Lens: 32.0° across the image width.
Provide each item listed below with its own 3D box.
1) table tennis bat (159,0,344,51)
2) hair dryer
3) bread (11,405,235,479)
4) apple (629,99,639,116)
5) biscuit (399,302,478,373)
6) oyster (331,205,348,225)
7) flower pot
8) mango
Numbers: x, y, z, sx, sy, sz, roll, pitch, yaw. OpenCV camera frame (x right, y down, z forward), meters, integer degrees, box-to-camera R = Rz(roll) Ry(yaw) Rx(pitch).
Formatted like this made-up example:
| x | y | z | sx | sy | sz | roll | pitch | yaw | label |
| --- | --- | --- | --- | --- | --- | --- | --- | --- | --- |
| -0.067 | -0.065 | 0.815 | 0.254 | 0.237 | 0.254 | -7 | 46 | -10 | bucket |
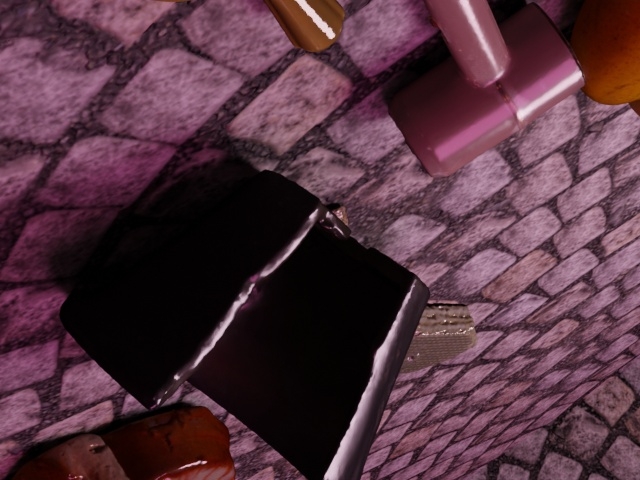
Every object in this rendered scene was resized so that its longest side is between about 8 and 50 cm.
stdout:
| x | y | z | sx | sy | sz | roll | pitch | yaw | label |
| --- | --- | --- | --- | --- | --- | --- | --- | --- | --- |
| -0.060 | -0.229 | 0.827 | 0.198 | 0.050 | 0.321 | -35 | 151 | 9 | table tennis bat |
| 0.121 | -0.201 | 1.055 | 0.189 | 0.107 | 0.344 | -33 | 146 | 7 | hair dryer |
| -0.281 | 0.359 | 1.574 | 0.327 | 0.114 | 0.295 | -15 | 150 | -33 | bread |
| 0.442 | -0.198 | 1.353 | 0.146 | 0.146 | 0.146 | -25 | 154 | -13 | apple |
| 0.071 | 0.139 | 1.376 | 0.252 | 0.052 | 0.150 | -19 | 156 | 2 | biscuit |
| 0.000 | 0.000 | 1.324 | 0.080 | 0.038 | 0.083 | -19 | 154 | -21 | oyster |
| -0.049 | 0.086 | 1.156 | 0.251 | 0.379 | 0.379 | -55 | 154 | -3 | flower pot |
| 0.346 | -0.229 | 1.196 | 0.154 | 0.126 | 0.252 | -35 | 164 | -21 | mango |
